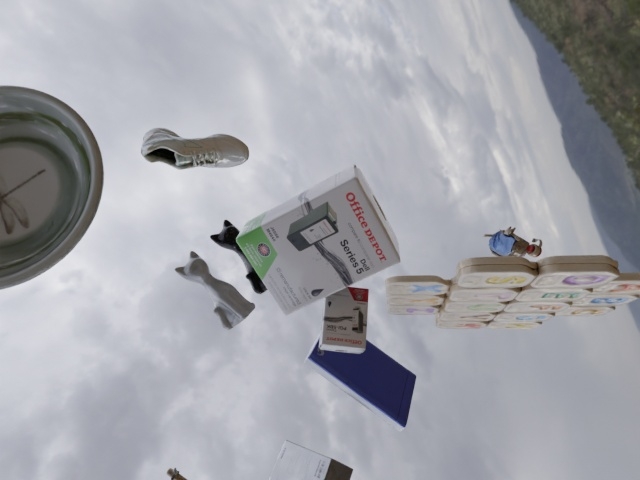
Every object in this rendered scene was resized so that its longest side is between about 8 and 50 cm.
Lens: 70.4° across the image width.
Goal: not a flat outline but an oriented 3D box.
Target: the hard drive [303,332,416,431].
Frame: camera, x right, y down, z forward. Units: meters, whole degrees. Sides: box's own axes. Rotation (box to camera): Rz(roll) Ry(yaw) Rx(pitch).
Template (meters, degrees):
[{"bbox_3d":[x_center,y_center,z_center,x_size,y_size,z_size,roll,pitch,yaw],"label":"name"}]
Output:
[{"bbox_3d":[0.123,0.371,1.306,0.318,0.040,0.210,36,-149,2],"label":"hard drive"}]

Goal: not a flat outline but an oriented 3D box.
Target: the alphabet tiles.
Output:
[{"bbox_3d":[0.217,0.072,0.535,0.284,0.277,0.021,69,-158,-67],"label":"alphabet tiles"}]

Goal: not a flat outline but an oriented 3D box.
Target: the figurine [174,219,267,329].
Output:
[{"bbox_3d":[-0.228,0.078,1.137,0.209,0.092,0.215,47,-129,-7],"label":"figurine"}]

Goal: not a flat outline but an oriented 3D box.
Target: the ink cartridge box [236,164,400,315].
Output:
[{"bbox_3d":[0.000,0.000,0.932,0.199,0.272,0.115,59,-165,-16],"label":"ink cartridge box"}]

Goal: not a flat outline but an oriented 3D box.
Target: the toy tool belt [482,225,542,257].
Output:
[{"bbox_3d":[0.297,0.005,0.712,0.051,0.083,0.052,22,-90,-22],"label":"toy tool belt"}]

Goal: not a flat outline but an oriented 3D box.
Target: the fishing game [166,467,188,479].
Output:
[{"bbox_3d":[-0.152,0.381,0.469,0.041,0.189,0.264,-4,-64,-67],"label":"fishing game"}]

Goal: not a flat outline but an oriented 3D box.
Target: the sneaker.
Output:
[{"bbox_3d":[-0.179,-0.121,0.648,0.061,0.152,0.054,-100,16,-54],"label":"sneaker"}]

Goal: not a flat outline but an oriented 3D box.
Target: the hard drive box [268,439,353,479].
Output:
[{"bbox_3d":[-0.042,0.671,1.239,0.089,0.232,0.181,38,-117,-27],"label":"hard drive box"}]

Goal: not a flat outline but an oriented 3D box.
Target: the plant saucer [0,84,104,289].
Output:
[{"bbox_3d":[-0.603,-0.095,0.863,0.100,0.399,0.401,102,156,-76],"label":"plant saucer"}]

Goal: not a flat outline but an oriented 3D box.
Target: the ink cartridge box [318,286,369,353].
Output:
[{"bbox_3d":[0.052,0.172,0.997,0.056,0.099,0.136,104,172,-67],"label":"ink cartridge box"}]
